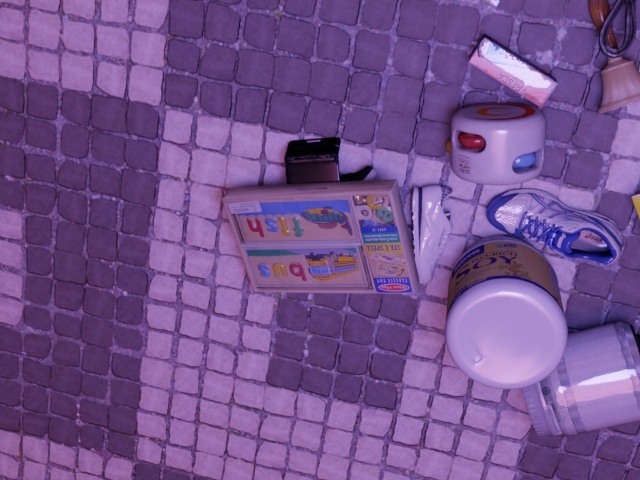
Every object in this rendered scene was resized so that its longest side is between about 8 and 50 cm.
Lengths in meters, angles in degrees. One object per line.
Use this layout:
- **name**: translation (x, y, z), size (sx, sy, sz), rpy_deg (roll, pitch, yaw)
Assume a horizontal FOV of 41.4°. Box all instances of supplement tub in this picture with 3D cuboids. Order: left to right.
- **supplement tub**: translation (0.389, 0.137, 1.796), size (0.241, 0.331, 0.241), rpy_deg (3, 111, 9)

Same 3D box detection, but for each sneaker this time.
- **sneaker**: translation (0.012, -0.126, 1.904), size (0.217, 0.079, 0.121), rpy_deg (-38, 98, 21)
- **sneaker**: translation (0.251, -0.009, 1.904), size (0.094, 0.090, 0.235), rpy_deg (-3, 113, 0)
- **sneaker**: translation (0.504, -0.029, 1.821), size (0.296, 0.131, 0.112), rpy_deg (13, 114, 7)

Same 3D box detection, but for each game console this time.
- **game console**: translation (-0.014, -0.171, 1.889), size (0.122, 0.107, 0.071), rpy_deg (-3, 129, 11)

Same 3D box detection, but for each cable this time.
- **cable**: translation (0.606, -0.497, 1.619), size (0.139, 0.072, 0.287), rpy_deg (33, 92, 0)

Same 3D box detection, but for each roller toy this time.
- **roller toy**: translation (0.363, -0.195, 1.749), size (0.209, 0.191, 0.146), rpy_deg (1, 112, 10)

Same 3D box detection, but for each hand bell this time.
- **hand bell**: translation (0.581, -0.388, 1.699), size (0.126, 0.126, 0.242), rpy_deg (-18, 93, 17)

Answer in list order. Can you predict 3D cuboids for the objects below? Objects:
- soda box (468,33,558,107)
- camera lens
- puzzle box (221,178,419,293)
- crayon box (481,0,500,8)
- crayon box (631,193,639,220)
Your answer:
- **soda box**: translation (0.399, -0.352, 1.755), size (0.183, 0.058, 0.063), rpy_deg (31, 113, -3)
- **camera lens**: translation (0.595, 0.311, 1.884), size (0.274, 0.219, 0.219), rpy_deg (-17, 107, 16)
- **puzzle box**: translation (0.000, 0.000, 1.897), size (0.408, 0.052, 0.272), rpy_deg (-2, 124, 24)
- **crayon box**: translation (0.258, -0.619, 1.666), size (0.322, 0.083, 0.203), rpy_deg (28, 113, -1)
- **crayon box**: translation (0.831, -0.074, 1.767), size (0.318, 0.081, 0.202), rpy_deg (-20, 106, 17)
